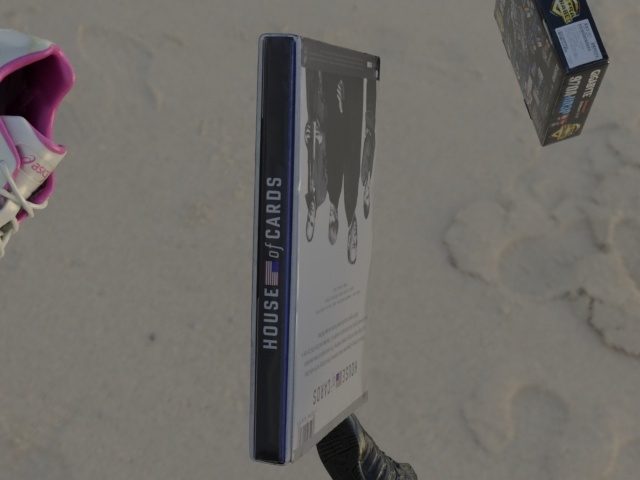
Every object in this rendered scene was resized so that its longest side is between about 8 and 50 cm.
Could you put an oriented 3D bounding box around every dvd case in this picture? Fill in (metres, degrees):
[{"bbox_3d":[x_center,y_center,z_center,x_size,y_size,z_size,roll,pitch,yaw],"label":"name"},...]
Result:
[{"bbox_3d":[0.000,0.000,0.763,0.029,0.239,0.179,4,5,16],"label":"dvd case"}]

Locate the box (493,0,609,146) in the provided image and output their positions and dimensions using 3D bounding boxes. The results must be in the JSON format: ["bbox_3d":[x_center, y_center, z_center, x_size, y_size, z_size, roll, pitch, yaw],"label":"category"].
[{"bbox_3d":[0.240,-0.218,1.321,0.051,0.220,0.175,-17,74,0],"label":"box"}]

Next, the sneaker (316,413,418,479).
[{"bbox_3d":[0.056,0.233,1.219,0.089,0.051,0.170,-9,73,-58],"label":"sneaker"}]

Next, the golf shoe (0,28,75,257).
[{"bbox_3d":[-0.268,-0.027,0.917,0.115,0.140,0.306,43,50,-62],"label":"golf shoe"}]
